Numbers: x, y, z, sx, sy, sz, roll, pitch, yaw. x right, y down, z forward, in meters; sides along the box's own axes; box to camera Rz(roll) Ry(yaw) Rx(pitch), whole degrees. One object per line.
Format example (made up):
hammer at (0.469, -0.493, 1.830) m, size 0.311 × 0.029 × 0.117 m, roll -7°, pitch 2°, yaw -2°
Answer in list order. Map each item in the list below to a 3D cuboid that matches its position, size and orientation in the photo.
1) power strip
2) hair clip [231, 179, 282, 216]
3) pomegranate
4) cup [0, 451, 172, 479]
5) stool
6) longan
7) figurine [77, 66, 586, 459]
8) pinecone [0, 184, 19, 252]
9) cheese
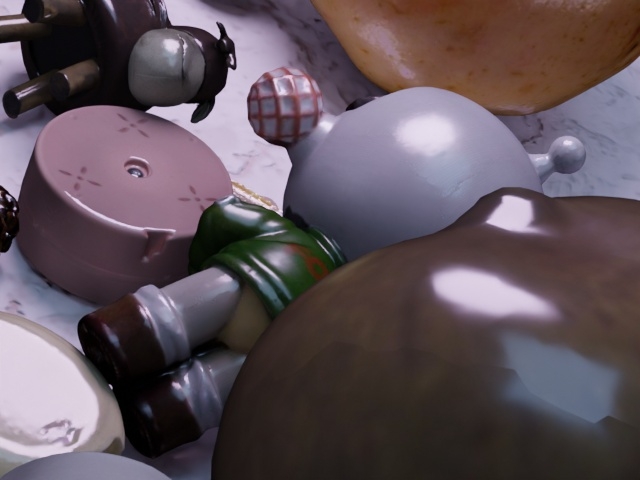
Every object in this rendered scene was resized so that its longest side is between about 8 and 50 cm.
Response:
power strip at (-0.145, -0.028, 1.137) m, size 0.154 × 0.078 × 0.154 m, roll 15°, pitch 37°, yaw -12°
hair clip at (-0.002, 0.006, 1.214) m, size 0.214 × 0.056 × 0.062 m, roll 22°, pitch 23°, yaw 7°
pomegranate at (0.153, -0.304, 1.432) m, size 0.411 × 0.411 × 0.411 m, roll 17°, pitch 38°, yaw -14°
cup at (-0.103, 0.202, 0.747) m, size 0.186 × 0.258 × 0.234 m, roll 34°, pitch 28°, yaw -19°
stool at (-0.165, -0.145, 1.204) m, size 0.217 × 0.125 × 0.121 m, roll 22°, pitch 26°, yaw 32°
longan at (0.114, 0.132, 0.887) m, size 0.361 × 0.361 × 0.361 m, roll 17°, pitch 38°, yaw -14°
figurine at (0.015, 0.016, 1.067) m, size 0.370 × 0.167 × 0.281 m, roll -28°, pitch 99°, yaw -25°
pinecone at (-0.247, -0.011, 1.064) m, size 0.077 × 0.077 × 0.083 m, roll 32°, pitch 13°, yaw 6°
cheese at (-0.229, 0.081, 0.970) m, size 0.227 × 0.064 × 0.137 m, roll 38°, pitch 36°, yaw 16°
